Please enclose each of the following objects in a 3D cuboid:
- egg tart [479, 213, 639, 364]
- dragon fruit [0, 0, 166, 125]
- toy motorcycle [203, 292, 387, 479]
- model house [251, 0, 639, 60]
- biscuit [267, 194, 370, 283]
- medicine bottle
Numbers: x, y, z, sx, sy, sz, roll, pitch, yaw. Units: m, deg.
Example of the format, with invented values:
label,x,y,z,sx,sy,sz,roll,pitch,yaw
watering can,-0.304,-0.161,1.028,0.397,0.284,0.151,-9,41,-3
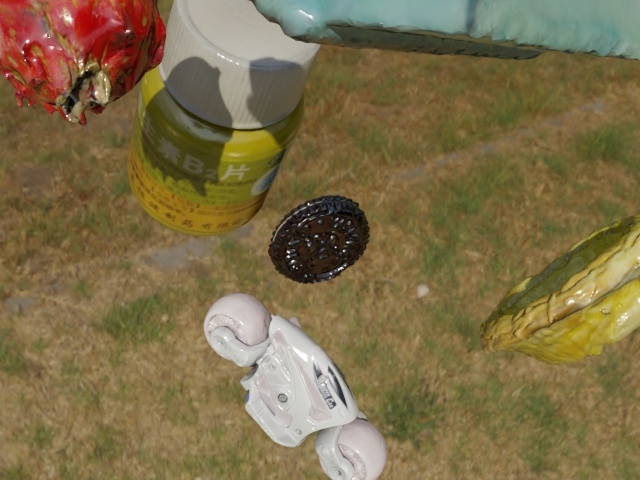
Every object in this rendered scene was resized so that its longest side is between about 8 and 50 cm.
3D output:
label,x,y,z,sx,sy,sz,roll,pitch,yaw
egg tart,0.399,0.094,1.319,0.345,0.345,0.132,-33,88,-31
dragon fruit,-0.173,-0.146,0.657,0.153,0.153,0.111,-19,55,-23
toy motorcycle,-0.020,0.152,0.909,0.254,0.112,0.112,47,55,2
model house,0.055,-0.221,0.475,0.249,0.230,0.280,18,17,36
biscuit,0.000,0.000,1.518,0.195,0.194,0.053,-11,44,-17
medicine bottle,-0.136,-0.184,1.182,0.224,0.384,0.224,9,58,-15
